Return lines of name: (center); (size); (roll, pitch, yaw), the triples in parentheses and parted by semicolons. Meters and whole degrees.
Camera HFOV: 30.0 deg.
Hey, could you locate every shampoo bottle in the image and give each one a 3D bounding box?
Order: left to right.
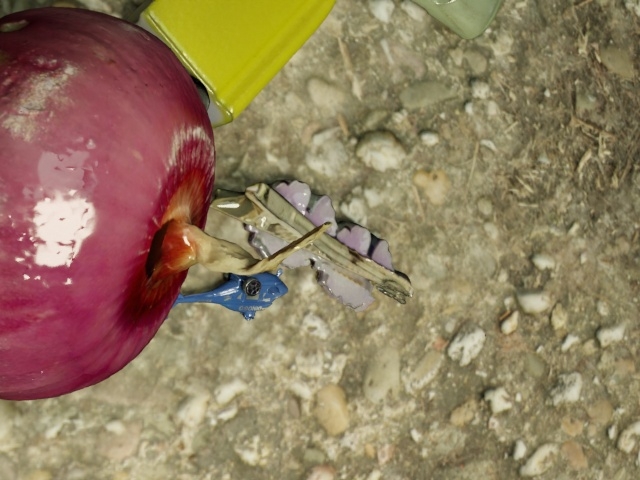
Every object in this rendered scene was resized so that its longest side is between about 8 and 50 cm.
shampoo bottle: (0.120, -0.355, 1.499); (0.234, 0.087, 0.118); (25, 71, -29)

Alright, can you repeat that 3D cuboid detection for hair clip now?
hair clip: (0.000, 0.000, 1.391); (0.292, 0.084, 0.106); (31, 64, -32)

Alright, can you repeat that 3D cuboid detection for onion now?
onion: (-0.223, -0.012, 1.069); (0.358, 0.358, 0.345); (-30, 66, -32)

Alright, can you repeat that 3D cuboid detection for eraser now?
eraser: (-0.099, -0.254, 1.352); (0.158, 0.069, 0.226); (51, 62, -22)

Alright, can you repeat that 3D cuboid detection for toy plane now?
toy plane: (-0.106, 0.064, 1.329); (0.167, 0.054, 0.062); (-4, 112, -34)

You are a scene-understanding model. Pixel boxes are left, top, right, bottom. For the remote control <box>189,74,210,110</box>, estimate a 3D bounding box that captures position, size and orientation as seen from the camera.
remote control: (-0.244, -0.161, 1.240); (0.266, 0.090, 0.066); (1, 55, -30)
